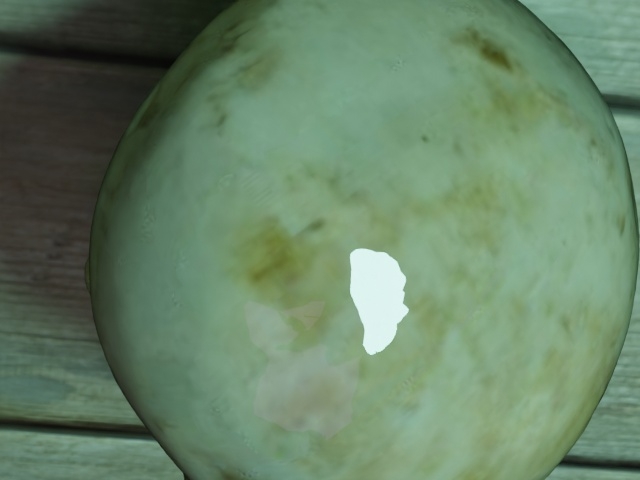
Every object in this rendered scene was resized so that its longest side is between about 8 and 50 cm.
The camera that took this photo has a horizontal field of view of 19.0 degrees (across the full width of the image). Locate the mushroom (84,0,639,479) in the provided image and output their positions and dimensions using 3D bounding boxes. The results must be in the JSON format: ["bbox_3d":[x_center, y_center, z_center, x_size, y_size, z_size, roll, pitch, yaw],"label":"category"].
[{"bbox_3d":[0.000,0.000,0.967,0.297,0.298,0.290,37,162,-36],"label":"mushroom"}]
